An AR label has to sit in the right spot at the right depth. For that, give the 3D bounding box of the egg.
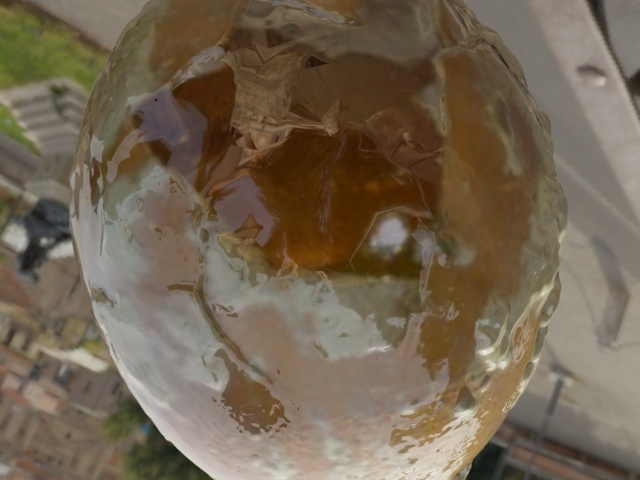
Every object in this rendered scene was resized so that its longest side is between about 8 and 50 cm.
[{"bbox_3d":[0.000,0.000,0.465,0.194,0.233,0.195,-4,-172,1],"label":"egg"}]
